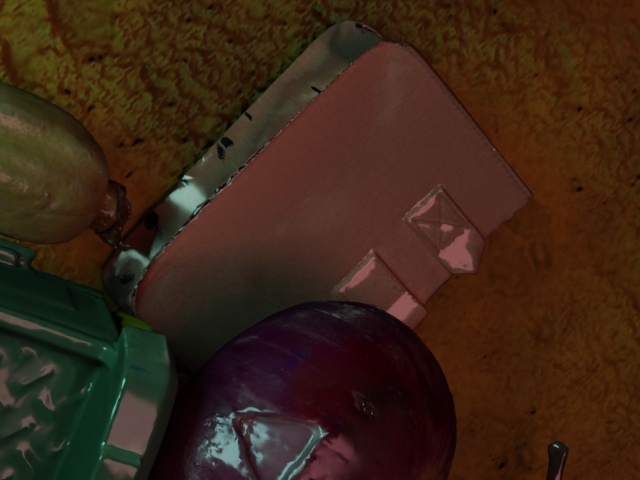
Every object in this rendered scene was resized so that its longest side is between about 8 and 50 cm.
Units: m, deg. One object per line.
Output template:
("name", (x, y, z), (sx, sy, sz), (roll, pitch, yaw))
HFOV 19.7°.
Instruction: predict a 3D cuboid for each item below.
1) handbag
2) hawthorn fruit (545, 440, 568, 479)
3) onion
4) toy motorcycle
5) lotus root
("handbag", (0.000, 0.000, 1.020), (0.212, 0.059, 0.157), (-46, 119, -5))
("hawthorn fruit", (0.099, 0.317, 1.073), (0.263, 0.231, 0.235), (-24, 126, -13))
("onion", (-0.012, 0.110, 0.933), (0.177, 0.153, 0.177), (-23, 159, -10))
("toy motorcycle", (-0.206, 0.163, 0.882), (0.191, 0.200, 0.326), (19, 99, -19))
("lotus root", (-0.155, -0.040, 0.928), (0.150, 0.062, 0.073), (28, 70, -32))
